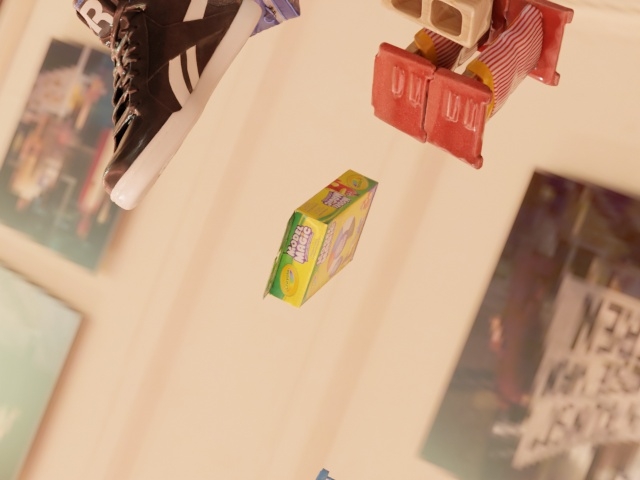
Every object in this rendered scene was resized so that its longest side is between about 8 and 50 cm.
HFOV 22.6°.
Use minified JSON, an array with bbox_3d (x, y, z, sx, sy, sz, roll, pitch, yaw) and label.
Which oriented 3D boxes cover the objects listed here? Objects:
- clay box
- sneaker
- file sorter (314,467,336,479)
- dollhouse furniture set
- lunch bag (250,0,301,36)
[{"bbox_3d":[0.000,0.000,2.083,0.053,0.127,0.222,24,-154,12],"label":"clay box"},{"bbox_3d":[-0.136,-0.123,1.135,0.121,0.217,0.079,33,138,-7],"label":"sneaker"},{"bbox_3d":[0.000,0.412,2.097,0.104,0.118,0.170,27,-135,6],"label":"file sorter"},{"bbox_3d":[0.178,-0.289,1.768,0.152,0.201,0.374,28,143,21],"label":"dollhouse furniture set"},{"bbox_3d":[-0.053,-0.237,1.458,0.067,0.065,0.098,50,-157,-48],"label":"lunch bag"}]
